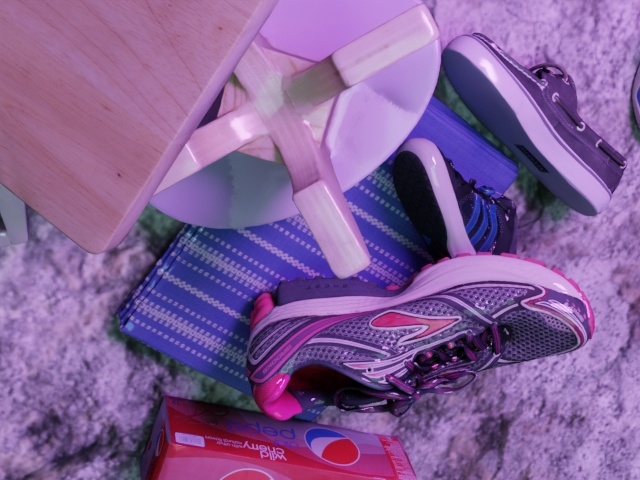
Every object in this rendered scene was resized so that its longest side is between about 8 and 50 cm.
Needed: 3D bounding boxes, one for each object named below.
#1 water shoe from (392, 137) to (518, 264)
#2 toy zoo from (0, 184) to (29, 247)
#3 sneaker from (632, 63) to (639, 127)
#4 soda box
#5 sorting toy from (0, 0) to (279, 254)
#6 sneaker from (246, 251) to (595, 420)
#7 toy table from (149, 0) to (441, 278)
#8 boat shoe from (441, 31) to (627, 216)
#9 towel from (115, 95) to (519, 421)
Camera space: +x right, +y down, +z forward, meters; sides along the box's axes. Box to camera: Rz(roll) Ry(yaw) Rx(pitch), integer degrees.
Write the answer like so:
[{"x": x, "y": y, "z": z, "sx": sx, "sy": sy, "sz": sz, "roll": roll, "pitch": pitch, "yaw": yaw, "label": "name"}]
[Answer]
[{"x": 0.128, "y": -0.025, "z": 0.864, "sx": 0.080, "sy": 0.073, "sz": 0.203, "roll": -40, "pitch": 130, "yaw": -14, "label": "water shoe"}, {"x": -0.360, "y": -0.063, "z": 0.770, "sx": 0.293, "sy": 0.030, "sz": 0.192, "roll": -15, "pitch": 117, "yaw": -7, "label": "toy zoo"}, {"x": 0.332, "y": -0.152, "z": 0.871, "sx": 0.058, "sy": 0.084, "sz": 0.152, "roll": -1, "pitch": 115, "yaw": -14, "label": "sneaker"}, {"x": -0.040, "y": 0.234, "z": 0.961, "sx": 0.263, "sy": 0.083, "sz": 0.092, "roll": 14, "pitch": 110, "yaw": -19, "label": "soda box"}, {"x": -0.151, "y": -0.171, "z": 0.601, "sx": 0.257, "sy": 0.089, "sz": 0.255, "roll": 38, "pitch": 105, "yaw": 7, "label": "sorting toy"}, {"x": 0.084, "y": 0.095, "z": 0.835, "sx": 0.299, "sy": 0.112, "sz": 0.121, "roll": -10, "pitch": 131, "yaw": 11, "label": "sneaker"}, {"x": -0.035, "y": -0.097, "z": 0.727, "sx": 0.274, "sy": 0.161, "sz": 0.252, "roll": -40, "pitch": 95, "yaw": 11, "label": "toy table"}, {"x": 0.200, "y": -0.115, "z": 0.865, "sx": 0.228, "sy": 0.080, "sz": 0.076, "roll": 41, "pitch": 82, "yaw": -24, "label": "boat shoe"}, {"x": 0.000, "y": 0.000, "z": 0.894, "sx": 0.243, "sy": 0.040, "sz": 0.336, "roll": 31, "pitch": 106, "yaw": -27, "label": "towel"}]
